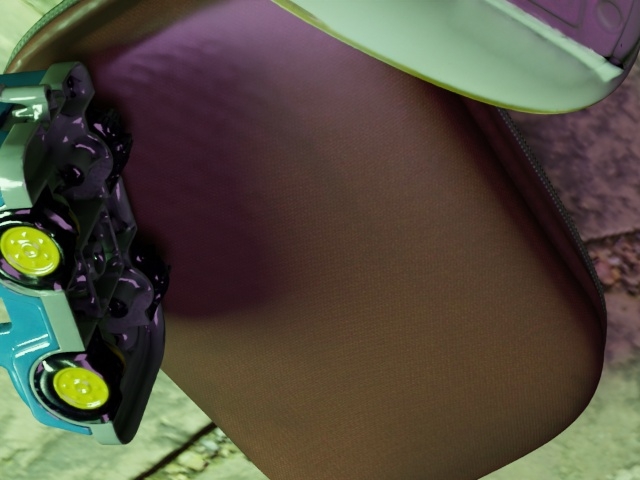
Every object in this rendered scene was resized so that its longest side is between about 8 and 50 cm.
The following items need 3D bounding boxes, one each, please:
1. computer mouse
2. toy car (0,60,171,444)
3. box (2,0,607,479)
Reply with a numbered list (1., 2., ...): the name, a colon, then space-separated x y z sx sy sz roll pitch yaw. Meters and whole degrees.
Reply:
1. computer mouse: 0.028 -0.173 0.603 0.310 0.158 0.072 26 153 -23
2. toy car: -0.141 0.008 0.630 0.100 0.097 0.191 -3 127 13
3. box: 0.000 0.000 0.756 0.263 0.108 0.404 -27 123 15
